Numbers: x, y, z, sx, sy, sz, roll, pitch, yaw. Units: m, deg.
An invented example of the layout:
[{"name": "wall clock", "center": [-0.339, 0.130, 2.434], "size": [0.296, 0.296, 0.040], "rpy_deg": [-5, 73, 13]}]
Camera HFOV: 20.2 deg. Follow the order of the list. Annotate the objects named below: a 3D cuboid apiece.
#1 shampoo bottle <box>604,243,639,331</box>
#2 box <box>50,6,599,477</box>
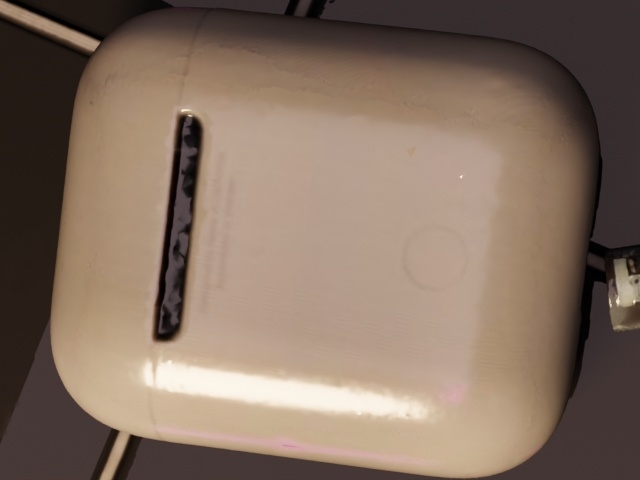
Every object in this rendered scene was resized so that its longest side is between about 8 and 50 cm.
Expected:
[{"name": "shampoo bottle", "center": [0.290, 0.020, 1.163], "size": [0.207, 0.063, 0.057], "rpy_deg": [-8, 98, 10]}, {"name": "box", "center": [0.000, 0.000, 1.175], "size": [0.348, 0.141, 0.289], "rpy_deg": [7, 93, 10]}]
